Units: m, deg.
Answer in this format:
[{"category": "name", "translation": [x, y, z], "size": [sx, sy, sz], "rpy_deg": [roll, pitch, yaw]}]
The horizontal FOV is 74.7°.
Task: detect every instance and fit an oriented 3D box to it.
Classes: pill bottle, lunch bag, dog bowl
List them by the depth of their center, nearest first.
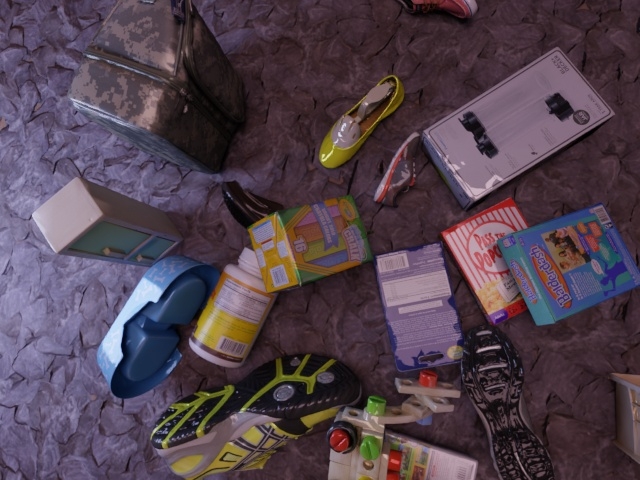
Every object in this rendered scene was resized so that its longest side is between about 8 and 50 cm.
[{"category": "lunch bag", "translation": [-0.279, -0.296, 0.800], "size": [0.213, 0.305, 0.255], "rpy_deg": [19, 86, 11]}, {"category": "pill bottle", "translation": [-0.157, 0.126, 0.813], "size": [0.117, 0.117, 0.214], "rpy_deg": [26, 86, 12]}, {"category": "dog bowl", "translation": [-0.315, 0.159, 0.818], "size": [0.074, 0.166, 0.297], "rpy_deg": [31, 88, 24]}]

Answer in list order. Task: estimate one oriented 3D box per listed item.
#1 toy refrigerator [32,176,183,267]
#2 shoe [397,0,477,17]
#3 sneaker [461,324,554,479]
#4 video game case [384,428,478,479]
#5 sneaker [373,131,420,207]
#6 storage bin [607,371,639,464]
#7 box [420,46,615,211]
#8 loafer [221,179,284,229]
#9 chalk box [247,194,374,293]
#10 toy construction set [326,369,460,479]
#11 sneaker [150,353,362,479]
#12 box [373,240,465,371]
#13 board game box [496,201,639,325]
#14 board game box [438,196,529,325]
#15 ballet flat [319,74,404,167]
[{"category": "toy refrigerator", "translation": [-0.378, -0.019, 0.793], "size": [0.102, 0.269, 0.094], "rpy_deg": [-39, 78, 1]}, {"category": "shoe", "translation": [0.233, -0.499, 0.872], "size": [0.081, 0.063, 0.178], "rpy_deg": [-44, 72, 2]}, {"category": "sneaker", "translation": [0.308, 0.283, 0.725], "size": [0.101, 0.108, 0.271], "rpy_deg": [-14, 73, 11]}, {"category": "video game case", "translation": [0.148, 0.465, 0.736], "size": [0.207, 0.026, 0.226], "rpy_deg": [12, 83, 15]}, {"category": "sneaker", "translation": [0.166, -0.137, 0.836], "size": [0.065, 0.061, 0.157], "rpy_deg": [28, 97, 1]}, {"category": "storage bin", "translation": [0.615, 0.289, 0.593], "size": [0.263, 0.260, 0.122], "rpy_deg": [3, 86, 10]}, {"category": "box", "translation": [0.357, -0.205, 0.793], "size": [0.290, 0.087, 0.169], "rpy_deg": [-33, 78, 3]}, {"category": "loafer", "translation": [-0.112, -0.049, 0.861], "size": [0.220, 0.080, 0.078], "rpy_deg": [44, 67, 3]}, {"category": "chalk box", "translation": [0.000, 0.000, 0.771], "size": [0.213, 0.132, 0.131], "rpy_deg": [-17, 87, -35]}, {"category": "toy construction set", "translation": [0.118, 0.370, 0.668], "size": [0.215, 0.151, 0.327], "rpy_deg": [7, 81, 15]}, {"category": "sneaker", "translation": [-0.105, 0.333, 0.786], "size": [0.386, 0.145, 0.147], "rpy_deg": [-17, 112, 3]}, {"category": "box", "translation": [0.187, 0.125, 0.798], "size": [0.137, 0.036, 0.225], "rpy_deg": [-12, 80, 8]}, {"category": "board game box", "translation": [0.433, 0.037, 0.727], "size": [0.211, 0.047, 0.159], "rpy_deg": [-16, 77, -17]}, {"category": "board game box", "translation": [0.334, 0.038, 0.782], "size": [0.147, 0.045, 0.193], "rpy_deg": [-28, 79, 3]}, {"category": "ballet flat", "translation": [0.079, -0.246, 0.850], "size": [0.231, 0.077, 0.077], "rpy_deg": [-45, 78, 1]}]
